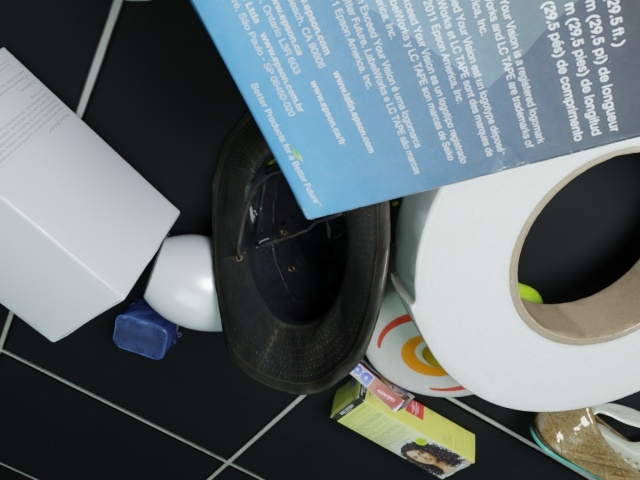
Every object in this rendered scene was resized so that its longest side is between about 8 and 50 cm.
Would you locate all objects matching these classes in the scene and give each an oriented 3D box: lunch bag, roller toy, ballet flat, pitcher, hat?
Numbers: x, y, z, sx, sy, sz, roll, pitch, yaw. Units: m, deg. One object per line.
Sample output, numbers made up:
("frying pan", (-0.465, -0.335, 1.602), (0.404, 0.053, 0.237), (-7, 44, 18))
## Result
("lunch bag", (-0.269, 0.138, 0.958), (0.099, 0.065, 0.067), (20, 116, 0))
("roller toy", (0.148, 0.097, 0.754), (0.191, 0.146, 0.209), (41, 128, -18))
("ballet flat", (0.473, 0.323, 0.897), (0.342, 0.116, 0.124), (35, 110, -9))
("pitcher", (-0.116, 0.048, 0.815), (0.207, 0.125, 0.177), (19, 116, -15))
("hat", (0.000, 0.000, 0.684), (0.134, 0.331, 0.331), (4, 145, -43))

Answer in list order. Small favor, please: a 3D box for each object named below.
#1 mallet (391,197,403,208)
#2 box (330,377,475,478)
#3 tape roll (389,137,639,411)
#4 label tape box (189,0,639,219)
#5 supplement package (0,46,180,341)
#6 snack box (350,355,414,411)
("mallet", (0.101, -0.063, 0.710), (0.190, 0.039, 0.062), (-19, 123, 32))
("box", (0.137, 0.305, 0.990), (0.232, 0.058, 0.087), (31, 130, -11))
("tape roll", (0.263, -0.003, 0.584), (0.392, 0.072, 0.391), (-5, 118, -10))
("label tape box", (0.098, -0.166, 0.337), (0.334, 0.106, 0.240), (-12, 124, 24))
("supplement package", (-0.362, -0.047, 0.752), (0.175, 0.177, 0.293), (-29, 116, 33))
("snack box", (0.043, 0.159, 0.805), (0.178, 0.064, 0.022), (38, 95, 22))
